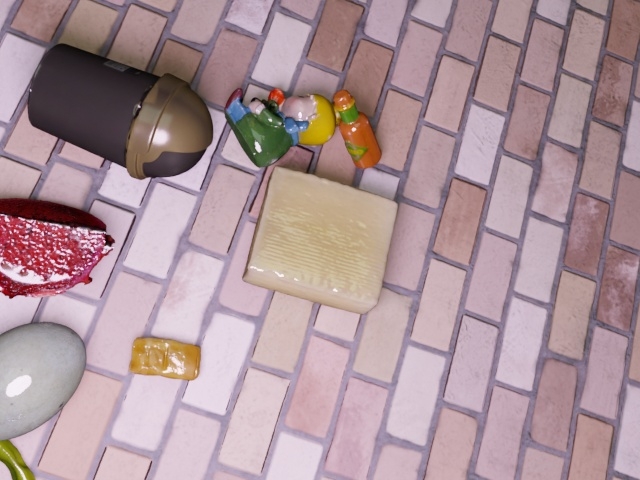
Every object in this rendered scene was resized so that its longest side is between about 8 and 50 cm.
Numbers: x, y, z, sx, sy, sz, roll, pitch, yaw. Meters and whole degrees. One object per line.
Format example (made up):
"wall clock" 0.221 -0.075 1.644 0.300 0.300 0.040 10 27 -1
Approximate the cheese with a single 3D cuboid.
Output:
"cheese" 0.000 0.000 1.454 0.265 0.124 0.243 16 75 -9

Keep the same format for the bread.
"bread" -0.291 0.223 1.357 0.132 0.053 0.074 12 72 -11

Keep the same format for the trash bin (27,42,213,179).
"trash bin" -0.371 -0.237 1.395 0.333 0.214 0.214 19 70 -1

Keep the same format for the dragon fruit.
"dragon fruit" -0.513 0.002 1.330 0.261 0.163 0.189 8 43 -14

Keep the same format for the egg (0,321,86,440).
"egg" -0.514 0.239 1.239 0.169 0.169 0.236 47 62 3

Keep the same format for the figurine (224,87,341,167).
"figurine" -0.071 -0.268 1.526 0.234 0.127 0.185 -31 75 -9

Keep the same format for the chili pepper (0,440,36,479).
"chili pepper" -0.556 0.375 1.253 0.201 0.052 0.050 45 34 5

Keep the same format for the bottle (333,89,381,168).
"bottle" 0.072 -0.236 1.510 0.069 0.187 0.069 -14 45 15
